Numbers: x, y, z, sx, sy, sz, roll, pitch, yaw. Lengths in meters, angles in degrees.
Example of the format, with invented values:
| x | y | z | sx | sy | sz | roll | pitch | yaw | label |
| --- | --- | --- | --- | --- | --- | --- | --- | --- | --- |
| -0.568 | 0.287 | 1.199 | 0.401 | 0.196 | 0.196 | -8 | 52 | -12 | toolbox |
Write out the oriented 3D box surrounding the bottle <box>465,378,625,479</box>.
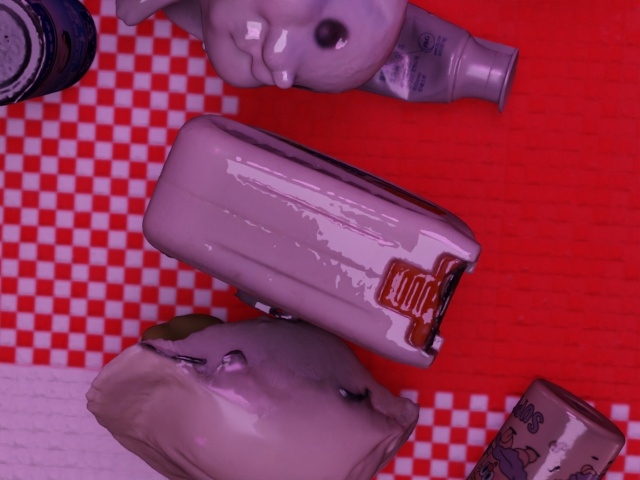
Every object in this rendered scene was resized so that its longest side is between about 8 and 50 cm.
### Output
| x | y | z | sx | sy | sz | roll | pitch | yaw | label |
| --- | --- | --- | --- | --- | --- | --- | --- | --- | --- |
| 0.163 | 0.226 | 1.568 | 0.110 | 0.097 | 0.209 | 33 | 97 | -3 | bottle |

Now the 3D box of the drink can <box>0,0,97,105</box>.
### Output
| x | y | z | sx | sy | sz | roll | pitch | yaw | label |
| --- | --- | --- | --- | --- | --- | --- | --- | --- | --- |
| -0.244 | -0.159 | 1.459 | 0.097 | 0.235 | 0.097 | 0 | 97 | 2 | drink can |

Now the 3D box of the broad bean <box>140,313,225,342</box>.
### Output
| x | y | z | sx | sy | sz | roll | pitch | yaw | label |
| --- | --- | --- | --- | --- | --- | --- | --- | --- | --- |
| -0.116 | 0.096 | 1.589 | 0.083 | 0.045 | 0.063 | 0 | 87 | -6 | broad bean |

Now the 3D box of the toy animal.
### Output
| x | y | z | sx | sy | sz | roll | pitch | yaw | label |
| --- | --- | --- | --- | --- | --- | --- | --- | --- | --- |
| -0.070 | -0.237 | 1.454 | 0.249 | 0.174 | 0.289 | -10 | 119 | 46 | toy animal |

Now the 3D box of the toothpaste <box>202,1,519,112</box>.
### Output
| x | y | z | sx | sy | sz | roll | pitch | yaw | label |
| --- | --- | --- | --- | --- | --- | --- | --- | --- | --- |
| 0.036 | -0.172 | 1.547 | 0.266 | 0.061 | 0.096 | 16 | 99 | 6 | toothpaste |

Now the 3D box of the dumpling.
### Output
| x | y | z | sx | sy | sz | roll | pitch | yaw | label |
| --- | --- | --- | --- | --- | --- | --- | --- | --- | --- |
| -0.064 | 0.156 | 1.544 | 0.243 | 0.175 | 0.227 | 39 | 136 | -1 | dumpling |

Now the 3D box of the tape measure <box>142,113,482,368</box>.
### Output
| x | y | z | sx | sy | sz | roll | pitch | yaw | label |
| --- | --- | --- | --- | --- | --- | --- | --- | --- | --- |
| 0.000 | 0.000 | 1.461 | 0.258 | 0.265 | 0.130 | 22 | 96 | 9 | tape measure |
